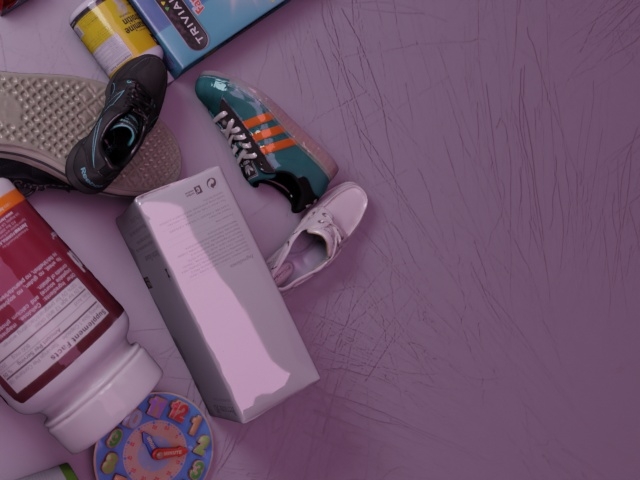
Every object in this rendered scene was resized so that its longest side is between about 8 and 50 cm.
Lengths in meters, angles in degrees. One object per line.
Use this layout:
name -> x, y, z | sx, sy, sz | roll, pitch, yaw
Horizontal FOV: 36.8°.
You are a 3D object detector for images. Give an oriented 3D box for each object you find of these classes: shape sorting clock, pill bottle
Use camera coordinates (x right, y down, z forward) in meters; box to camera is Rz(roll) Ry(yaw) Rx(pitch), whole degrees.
shape sorting clock -> -0.272, 0.351, 1.586 | 0.206, 0.040, 0.206 | 1, 88, -30
pill bottle -> -0.436, 0.118, 1.466 | 0.224, 0.224, 0.392 | -43, 100, -19
pill bottle -> -0.330, -0.324, 1.621 | 0.103, 0.103, 0.184 | -39, 98, -20

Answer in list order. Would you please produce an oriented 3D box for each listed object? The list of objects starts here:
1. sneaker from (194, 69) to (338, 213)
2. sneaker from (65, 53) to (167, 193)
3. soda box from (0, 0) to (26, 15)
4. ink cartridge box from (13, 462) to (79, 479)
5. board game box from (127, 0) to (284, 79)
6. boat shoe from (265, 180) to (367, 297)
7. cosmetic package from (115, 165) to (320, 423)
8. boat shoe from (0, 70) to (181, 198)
sneaker -> -0.110, -0.169, 1.683 | 0.302, 0.108, 0.121 | 39, 68, -14
sneaker -> -0.295, -0.188, 1.502 | 0.101, 0.106, 0.267 | 36, 60, -28
soda box -> -0.563, -0.504, 1.560 | 0.083, 0.092, 0.263 | -39, 98, -21
ink cartridge box -> -0.481, 0.428, 1.434 | 0.255, 0.189, 0.097 | -16, 91, -20
board game box -> -0.196, -0.484, 1.703 | 0.336, 0.079, 0.254 | -39, 98, -20
boat shoe -> 0.000, 0.000, 1.711 | 0.098, 0.096, 0.277 | 44, 71, -10
cosmetic package -> -0.172, 0.093, 1.575 | 0.156, 0.217, 0.385 | -25, 91, -22
boat shoe -> -0.458, -0.169, 1.534 | 0.500, 0.156, 0.186 | 9, 75, -35
